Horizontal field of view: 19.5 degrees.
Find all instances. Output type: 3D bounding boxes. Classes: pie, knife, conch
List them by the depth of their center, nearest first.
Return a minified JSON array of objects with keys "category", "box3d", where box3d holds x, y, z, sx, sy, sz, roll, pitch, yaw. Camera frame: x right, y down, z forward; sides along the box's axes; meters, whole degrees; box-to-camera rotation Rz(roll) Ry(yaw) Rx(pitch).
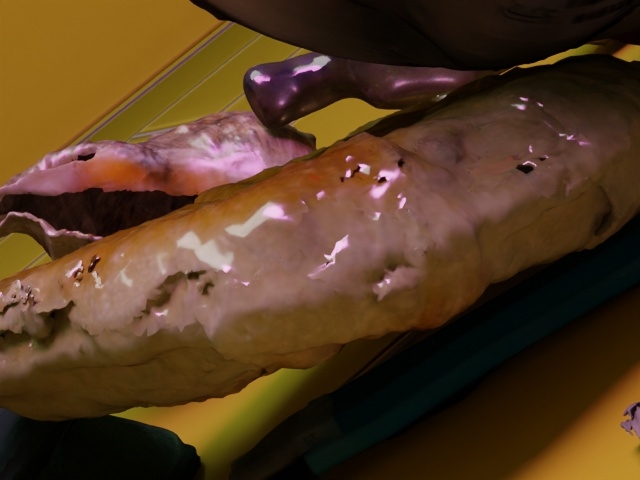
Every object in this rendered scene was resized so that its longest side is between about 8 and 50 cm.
[{"category":"knife","box3d":[0.080,0.025,0.658,0.297,0.026,0.044,-31,7,13]},{"category":"pie","box3d":[0.000,0.000,0.690,0.306,0.071,0.306,-22,2,1]},{"category":"conch","box3d":[-0.071,-0.011,0.944,0.155,0.207,0.130,-4,79,60]}]

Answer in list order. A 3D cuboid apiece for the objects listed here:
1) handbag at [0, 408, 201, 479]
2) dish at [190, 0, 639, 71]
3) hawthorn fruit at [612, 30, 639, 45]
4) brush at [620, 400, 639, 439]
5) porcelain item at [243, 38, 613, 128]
[{"category":"handbag","box3d":[-0.185,0.169,0.724,0.238,0.089,0.326,-32,14,22]},{"category":"dish","box3d":[0.026,-0.142,0.611,0.324,0.324,0.124,-24,48,47]},{"category":"hawthorn fruit","box3d":[0.162,-0.200,0.793,0.215,0.249,0.215,-22,38,19]},{"category":"brush","box3d":[0.117,0.043,0.385,0.090,0.017,0.314,-48,5,5]},{"category":"porcelain item","box3d":[0.064,-0.107,0.969,0.216,0.081,0.069,-25,1,-10]}]
